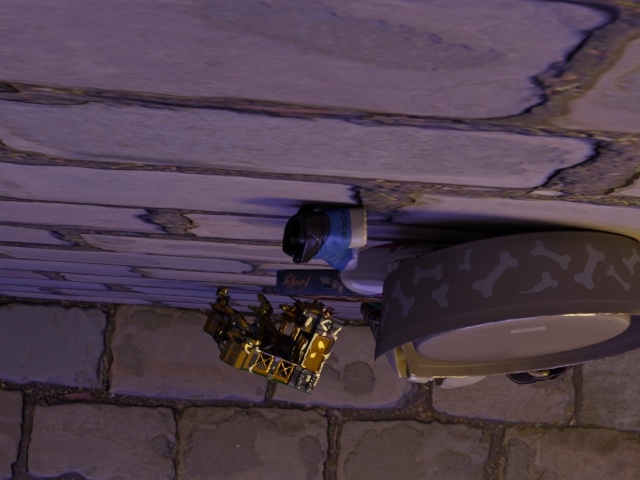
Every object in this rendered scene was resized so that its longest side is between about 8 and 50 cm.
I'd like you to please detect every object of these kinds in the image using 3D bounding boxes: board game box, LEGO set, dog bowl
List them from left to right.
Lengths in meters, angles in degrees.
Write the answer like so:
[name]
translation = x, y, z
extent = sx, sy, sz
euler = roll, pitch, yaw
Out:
[LEGO set]
translation = -0.094, 0.162, 2.596
extent = 0.255, 0.192, 0.331
euler = 24, -176, -10
[board game box]
translation = 0.069, 0.079, 2.134
extent = 0.243, 0.042, 0.165
euler = -1, 172, 38
[dog bowl]
translation = 0.229, 0.079, 1.475
extent = 0.348, 0.102, 0.349
euler = -6, 164, -2

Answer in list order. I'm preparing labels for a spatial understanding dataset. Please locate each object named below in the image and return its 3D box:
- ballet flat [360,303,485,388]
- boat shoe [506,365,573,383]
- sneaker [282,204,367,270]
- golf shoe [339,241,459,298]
[ballet flat]
translation = 0.207, 0.175, 2.276
extent = 0.164, 0.182, 0.483
euler = -1, 177, -26
[boat shoe]
translation = 0.377, 0.191, 2.162
extent = 0.092, 0.103, 0.285
euler = -38, 178, -29
[sneaker]
translation = 0.000, -0.001, 1.351
extent = 0.084, 0.058, 0.152
euler = -2, 170, -5
[golf shoe]
translation = 0.116, 0.029, 1.571
extent = 0.186, 0.067, 0.086
euler = -5, 166, -2
